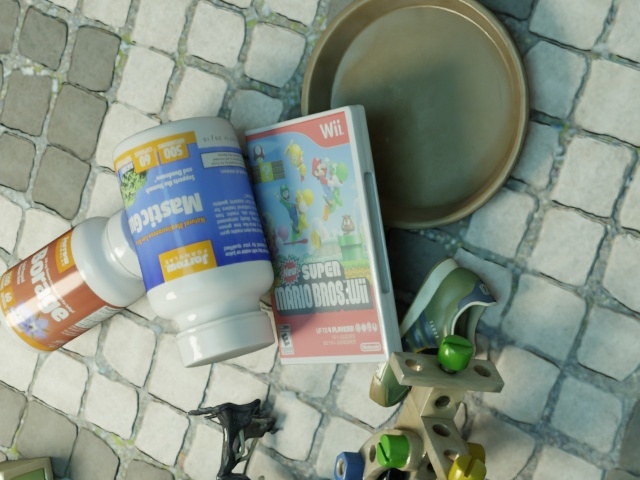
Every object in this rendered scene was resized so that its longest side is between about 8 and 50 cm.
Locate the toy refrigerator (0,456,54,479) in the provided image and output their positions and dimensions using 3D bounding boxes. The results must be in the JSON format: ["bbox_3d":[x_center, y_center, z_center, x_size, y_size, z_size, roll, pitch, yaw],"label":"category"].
[{"bbox_3d":[-0.393,0.429,1.890,0.094,0.102,0.269,-9,89,27],"label":"toy refrigerator"}]

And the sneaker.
[{"bbox_3d":[0.131,0.120,1.618,0.086,0.064,0.192,34,105,26],"label":"sneaker"}]

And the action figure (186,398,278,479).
[{"bbox_3d":[-0.097,0.333,1.705,0.141,0.164,0.276,-11,80,3],"label":"action figure"}]

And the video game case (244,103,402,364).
[{"bbox_3d":[0.000,0.000,1.652,0.204,0.025,0.285,-8,91,52],"label":"video game case"}]

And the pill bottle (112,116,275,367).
[{"bbox_3d":[-0.141,0.005,1.689,0.152,0.152,0.272,-20,80,27],"label":"pill bottle"}]

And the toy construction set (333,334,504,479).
[{"bbox_3d":[0.160,0.245,1.520,0.309,0.257,0.237,22,112,0],"label":"toy construction set"}]

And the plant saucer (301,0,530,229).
[{"bbox_3d":[0.108,-0.151,1.623,0.278,0.041,0.278,2,96,26],"label":"plant saucer"}]

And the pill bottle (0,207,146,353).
[{"bbox_3d":[-0.294,0.045,1.797,0.216,0.121,0.121,-31,80,26],"label":"pill bottle"}]
